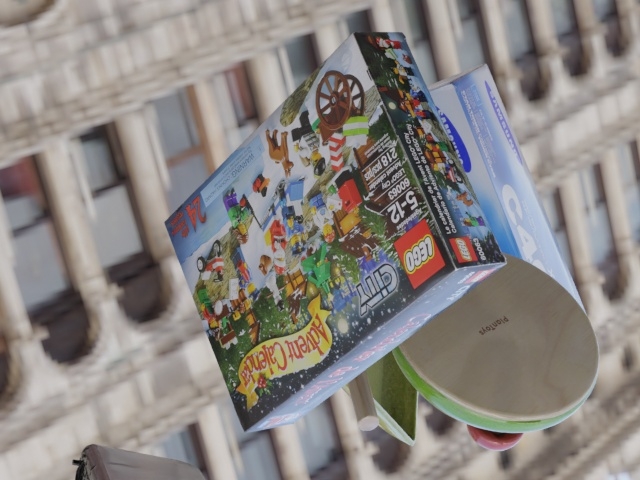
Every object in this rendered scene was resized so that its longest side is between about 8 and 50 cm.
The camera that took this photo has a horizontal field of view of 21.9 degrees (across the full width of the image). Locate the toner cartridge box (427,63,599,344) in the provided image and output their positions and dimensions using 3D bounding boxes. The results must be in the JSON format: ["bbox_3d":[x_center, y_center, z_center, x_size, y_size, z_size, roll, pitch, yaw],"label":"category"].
[{"bbox_3d":[0.195,-0.011,1.802,0.075,0.348,0.165,-20,-174,21],"label":"toner cartridge box"}]

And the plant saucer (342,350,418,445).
[{"bbox_3d":[0.050,0.097,1.727,0.045,0.188,0.188,-9,-122,22],"label":"plant saucer"}]

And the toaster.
[{"bbox_3d":[-0.160,0.270,1.383,0.110,0.168,0.185,9,-177,-13],"label":"toaster"}]

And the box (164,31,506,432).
[{"bbox_3d":[0.000,0.000,1.030,0.044,0.159,0.233,-6,155,-40],"label":"box"}]

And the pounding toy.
[{"bbox_3d":[0.106,0.108,1.381,0.236,0.110,0.183,-1,-132,-21],"label":"pounding toy"}]
